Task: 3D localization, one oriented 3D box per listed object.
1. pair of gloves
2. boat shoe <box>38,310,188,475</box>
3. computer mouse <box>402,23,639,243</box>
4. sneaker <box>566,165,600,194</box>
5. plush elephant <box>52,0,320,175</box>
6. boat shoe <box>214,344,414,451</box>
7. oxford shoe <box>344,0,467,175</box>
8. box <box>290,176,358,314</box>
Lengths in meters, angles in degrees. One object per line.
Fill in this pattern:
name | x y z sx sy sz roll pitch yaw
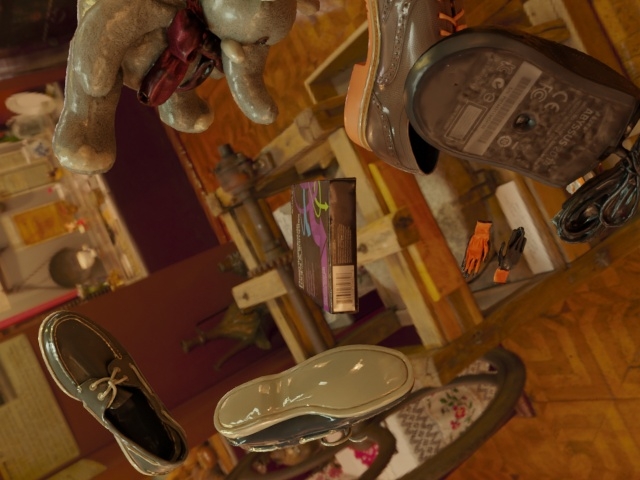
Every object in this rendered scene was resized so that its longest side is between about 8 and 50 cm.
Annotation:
pair of gloves | 0.203 0.015 0.685 0.010 0.083 0.074 43 120 59
boat shoe | -0.318 0.238 0.933 0.099 0.116 0.320 -23 103 50
computer mouse | 0.199 -0.112 0.541 0.188 0.272 0.072 -55 21 42
sneaker | 0.375 -0.152 0.855 0.084 0.083 0.215 41 -147 -68
plush elephant | -0.134 -0.242 0.689 0.255 0.272 0.330 12 110 21
boat shoe | -0.002 0.201 0.712 0.095 0.254 0.079 -100 -15 -49
oxford shoe | 0.123 -0.237 0.633 0.132 0.129 0.364 44 145 34
box | 0.000 0.000 0.568 0.162 0.029 0.116 -165 73 -77
